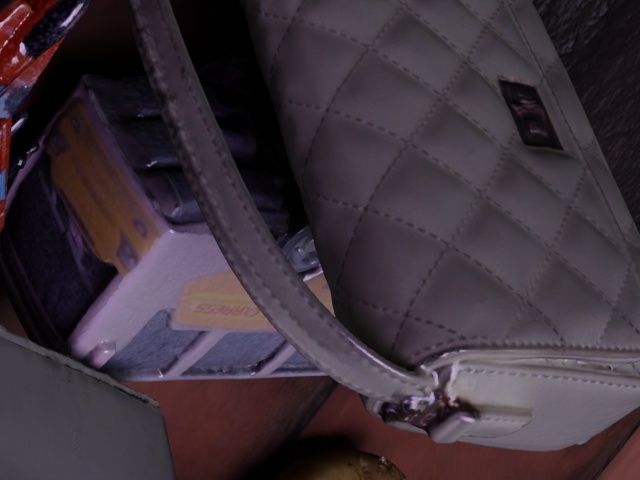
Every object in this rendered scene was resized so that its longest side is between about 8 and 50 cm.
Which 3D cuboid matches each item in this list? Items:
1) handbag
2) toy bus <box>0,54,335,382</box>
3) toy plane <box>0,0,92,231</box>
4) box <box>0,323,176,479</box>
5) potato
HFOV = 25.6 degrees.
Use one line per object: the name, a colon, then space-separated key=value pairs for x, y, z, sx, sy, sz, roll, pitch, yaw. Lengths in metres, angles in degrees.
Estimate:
handbag: x=0.027 y=-0.040 z=0.553 sx=0.219 sy=0.256 sz=0.079 roll=12 pitch=138 yaw=-42
toy bus: x=0.000 y=0.000 z=0.691 sx=0.342 sy=0.097 sz=0.138 roll=3 pitch=138 yaw=-51
toy plane: x=-0.134 y=-0.059 z=0.518 sx=0.189 sy=0.061 sz=0.130 roll=-54 pitch=146 yaw=0
box: x=-0.181 y=0.128 z=0.499 sx=0.220 sy=0.166 sz=0.290 roll=-22 pitch=153 yaw=20
potato: x=0.001 y=0.176 z=0.902 sx=0.138 sy=0.070 sz=0.092 roll=0 pitch=126 yaw=-47
